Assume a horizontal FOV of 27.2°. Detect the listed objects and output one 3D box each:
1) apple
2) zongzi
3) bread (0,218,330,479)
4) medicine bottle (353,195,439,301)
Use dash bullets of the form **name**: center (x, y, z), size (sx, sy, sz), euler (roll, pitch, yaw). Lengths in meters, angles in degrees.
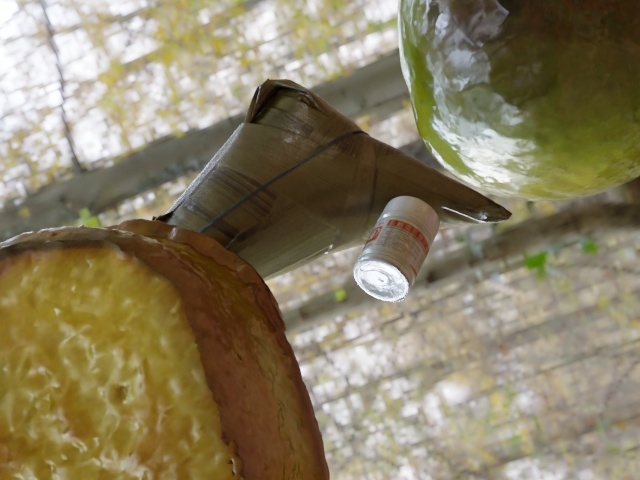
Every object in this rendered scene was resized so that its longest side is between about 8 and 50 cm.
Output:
- **apple**: center (0.128, -0.113, 0.712), size (0.196, 0.157, 0.196), euler (7, -90, -74)
- **zongzi**: center (0.000, 0.000, 1.317), size (0.289, 0.260, 0.123), euler (33, 165, 19)
- **bread**: center (-0.195, 0.165, 1.117), size (0.215, 0.398, 0.398), euler (36, -144, -71)
- **medicine bottle**: center (0.071, 0.007, 1.222), size (0.057, 0.057, 0.089), euler (60, -139, -30)
